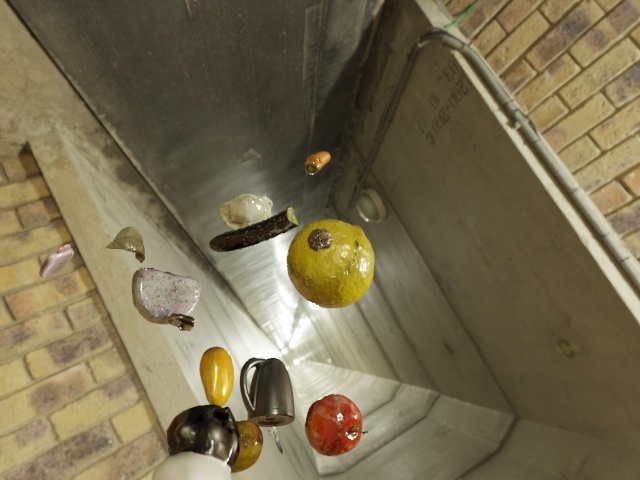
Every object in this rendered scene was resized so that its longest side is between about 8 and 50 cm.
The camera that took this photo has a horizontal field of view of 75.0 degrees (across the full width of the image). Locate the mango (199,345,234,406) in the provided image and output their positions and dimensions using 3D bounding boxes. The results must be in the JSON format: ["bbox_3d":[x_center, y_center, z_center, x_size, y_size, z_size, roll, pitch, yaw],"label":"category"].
[{"bbox_3d":[-0.362,0.477,1.455,0.112,0.220,0.145,-17,141,5],"label":"mango"}]

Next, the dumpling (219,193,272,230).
[{"bbox_3d":[-0.361,-0.132,2.041,0.257,0.193,0.147,-5,-165,-11],"label":"dumpling"}]

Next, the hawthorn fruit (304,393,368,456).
[{"bbox_3d":[0.081,0.742,1.669,0.271,0.242,0.241,-10,-178,35],"label":"hawthorn fruit"}]

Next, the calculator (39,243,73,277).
[{"bbox_3d":[-0.880,0.070,1.393,0.166,0.024,0.103,-43,180,30],"label":"calculator"}]

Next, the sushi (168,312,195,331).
[{"bbox_3d":[-0.427,0.251,1.289,0.083,0.044,0.046,23,130,-20],"label":"sushi"}]

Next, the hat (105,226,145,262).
[{"bbox_3d":[-0.753,-0.005,1.654,0.147,0.175,0.085,26,123,-30],"label":"hat"}]

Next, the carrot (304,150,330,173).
[{"bbox_3d":[-0.017,-0.386,2.025,0.087,0.087,0.193,-41,-171,36],"label":"carrot"}]

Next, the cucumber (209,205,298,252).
[{"bbox_3d":[-0.221,-0.023,1.381,0.303,0.081,0.072,-23,-176,0],"label":"cucumber"}]

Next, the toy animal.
[{"bbox_3d":[-0.357,0.670,1.224,0.250,0.310,0.251,-6,125,-8],"label":"toy animal"}]

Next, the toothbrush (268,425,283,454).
[{"bbox_3d":[-0.162,0.749,1.549,0.026,0.024,0.288,-23,142,-16],"label":"toothbrush"}]

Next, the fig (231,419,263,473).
[{"bbox_3d":[-0.343,0.762,1.513,0.190,0.191,0.290,-37,154,25],"label":"fig"}]

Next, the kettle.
[{"bbox_3d":[-0.246,0.665,1.884,0.268,0.291,0.207,25,136,-34],"label":"kettle"}]

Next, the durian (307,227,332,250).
[{"bbox_3d":[0.000,0.000,1.278,0.080,0.080,0.091,-32,-160,3],"label":"durian"}]

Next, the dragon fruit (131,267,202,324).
[{"bbox_3d":[-0.694,0.261,1.829,0.282,0.221,0.204,16,146,-33],"label":"dragon fruit"}]

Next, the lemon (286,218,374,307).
[{"bbox_3d":[0.041,0.097,1.620,0.349,0.350,0.387,-30,147,-8],"label":"lemon"}]
